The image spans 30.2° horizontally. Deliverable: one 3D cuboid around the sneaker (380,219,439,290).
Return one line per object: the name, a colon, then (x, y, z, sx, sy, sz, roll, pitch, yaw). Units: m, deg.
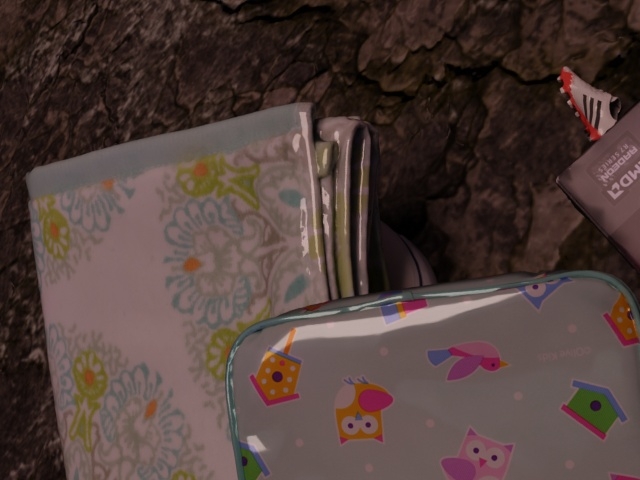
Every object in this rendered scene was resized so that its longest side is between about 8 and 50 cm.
sneaker: (0.000, 0.000, 1.000, 0.094, 0.091, 0.258, -54, 44, 5)

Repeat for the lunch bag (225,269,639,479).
lunch bag: (0.080, 0.139, 0.761, 0.279, 0.108, 0.224, -10, 87, 15)

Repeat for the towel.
towel: (-0.098, 0.071, 0.972, 0.375, 0.090, 0.320, -8, 87, 39)

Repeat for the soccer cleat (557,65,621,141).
soccer cleat: (0.212, -0.106, 0.917, 0.036, 0.029, 0.083, -30, 53, 15)

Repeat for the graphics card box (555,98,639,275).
graphics card box: (0.332, 0.023, 0.634, 0.233, 0.094, 0.371, -44, 59, 14)
